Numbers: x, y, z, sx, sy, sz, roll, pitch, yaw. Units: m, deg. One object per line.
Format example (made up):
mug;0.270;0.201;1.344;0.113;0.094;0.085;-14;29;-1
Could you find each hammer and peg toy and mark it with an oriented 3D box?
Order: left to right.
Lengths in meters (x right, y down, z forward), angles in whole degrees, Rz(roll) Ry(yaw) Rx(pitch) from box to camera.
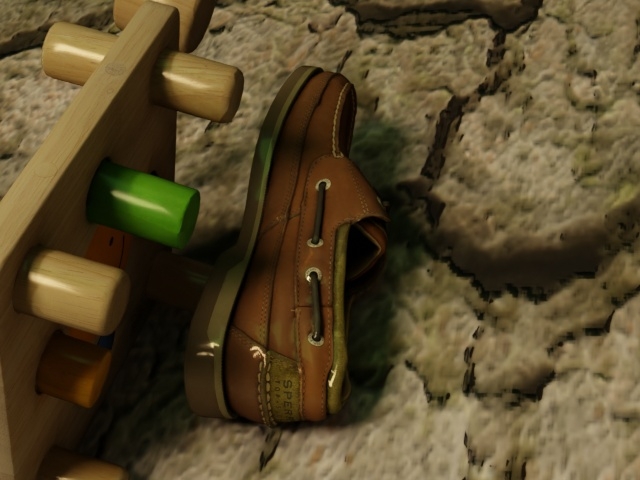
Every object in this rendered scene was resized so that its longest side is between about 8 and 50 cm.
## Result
hammer and peg toy;-0.128;-0.011;0.800;0.127;0.266;0.361;16;45;7

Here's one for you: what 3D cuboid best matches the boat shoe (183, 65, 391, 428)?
boat shoe;0.000;0.000;0.855;0.104;0.110;0.307;4;52;14
